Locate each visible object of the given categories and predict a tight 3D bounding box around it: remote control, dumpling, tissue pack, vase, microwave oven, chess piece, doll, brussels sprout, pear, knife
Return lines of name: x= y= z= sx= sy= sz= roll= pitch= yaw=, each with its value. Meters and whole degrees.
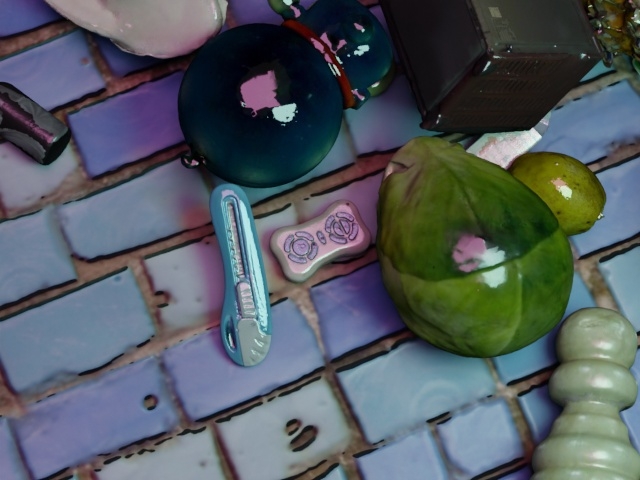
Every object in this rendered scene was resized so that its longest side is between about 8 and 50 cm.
remote control: x=0.000 y=0.000 z=1.685 sx=0.122 sy=0.032 sz=0.074 roll=-27 pitch=77 yaw=-14
dumpling: x=-0.245 y=-0.392 z=1.718 sx=0.260 sy=0.181 sz=0.341 roll=-13 pitch=98 yaw=7
tissue pack: x=0.224 y=-0.114 z=1.729 sx=0.108 sy=0.023 sz=0.056 roll=-41 pitch=84 yaw=4
vase: x=-0.407 y=-0.175 z=1.682 sx=0.211 sy=0.060 sz=0.060 roll=36 pitch=73 yaw=5
microwave oven: x=0.189 y=-0.265 z=1.641 sx=0.178 sy=0.188 sz=0.247 roll=-2 pitch=64 yaw=-32
chess piece: x=0.322 y=0.195 z=1.614 sx=0.133 sy=0.133 sz=0.243 roll=10 pitch=68 yaw=-3
doll: x=-0.045 y=-0.190 z=1.659 sx=0.198 sy=0.186 sz=0.322 roll=46 pitch=74 yaw=-2
brussels sprout: x=0.169 y=0.007 z=1.617 sx=0.219 sy=0.210 sz=0.271 roll=-23 pitch=62 yaw=-16
pear: x=0.294 y=-0.059 z=1.693 sx=0.131 sy=0.107 sz=0.107 roll=22 pitch=72 yaw=8
knife: x=-0.098 y=0.041 z=1.631 sx=0.064 sy=0.031 sz=0.222 roll=-8 pitch=93 yaw=-4

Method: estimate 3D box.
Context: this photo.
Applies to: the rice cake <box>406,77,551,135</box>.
rice cake: x=0.218 y=-0.244 z=1.779 sx=0.198 sy=0.037 sz=0.189 roll=13 pitch=72 yaw=-2

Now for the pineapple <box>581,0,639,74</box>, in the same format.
pineapple: x=0.439 y=-0.379 z=1.700 sx=0.352 sy=0.300 sz=0.352 roll=5 pitch=71 yaw=-15
